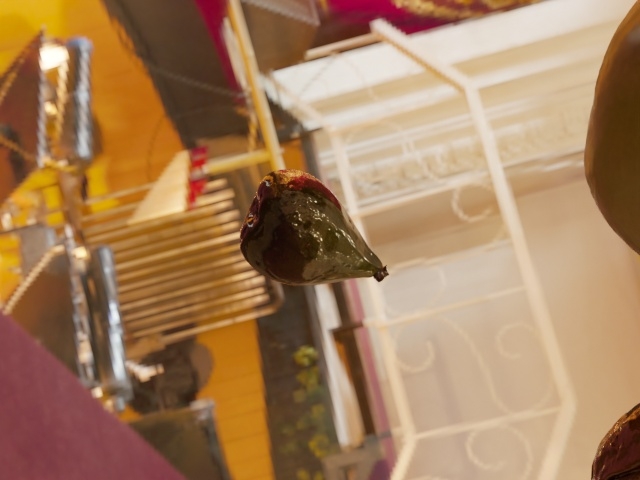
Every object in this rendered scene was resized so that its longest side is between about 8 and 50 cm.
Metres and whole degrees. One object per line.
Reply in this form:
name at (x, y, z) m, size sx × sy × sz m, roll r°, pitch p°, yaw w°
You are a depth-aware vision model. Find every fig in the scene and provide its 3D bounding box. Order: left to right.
fig at (-0.003, -0.002, 1.432) m, size 0.126 × 0.184 × 0.133 m, roll 44°, pitch 70°, yaw -85°

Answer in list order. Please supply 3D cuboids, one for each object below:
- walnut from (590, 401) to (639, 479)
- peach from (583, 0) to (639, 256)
walnut at (0.319, 0.195, 1.052) m, size 0.245 × 0.137 × 0.137 m, roll -52°, pitch -136°, yaw 50°
peach at (0.351, -0.088, 0.834) m, size 0.281 × 0.314 × 0.315 m, roll 42°, pitch -3°, yaw -42°
